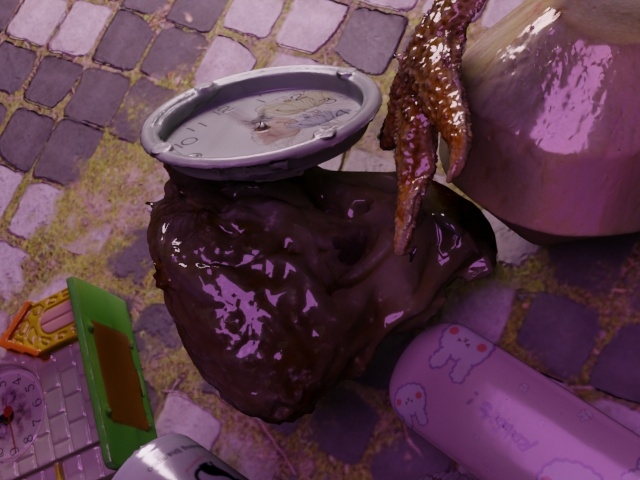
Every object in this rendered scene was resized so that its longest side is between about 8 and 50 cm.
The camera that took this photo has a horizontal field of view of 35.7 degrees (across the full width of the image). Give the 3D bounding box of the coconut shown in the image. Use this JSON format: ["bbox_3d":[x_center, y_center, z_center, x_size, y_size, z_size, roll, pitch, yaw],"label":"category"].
[{"bbox_3d":[0.231,-0.107,0.921,0.259,0.259,0.259,-8,68,20],"label":"coconut"}]

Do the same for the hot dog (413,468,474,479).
[{"bbox_3d":[0.118,0.307,0.899,0.108,0.059,0.191,-23,69,23],"label":"hot dog"}]

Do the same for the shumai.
[{"bbox_3d":[0.003,-0.002,0.955,0.283,0.217,0.346,-24,41,19],"label":"shumai"}]

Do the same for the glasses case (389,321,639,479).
[{"bbox_3d":[0.193,0.182,0.903,0.297,0.075,0.113,32,87,30],"label":"glasses case"}]

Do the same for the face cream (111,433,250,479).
[{"bbox_3d":[-0.032,0.327,0.906,0.369,0.145,0.145,26,83,28],"label":"face cream"}]

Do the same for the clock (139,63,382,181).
[{"bbox_3d":[-0.055,-0.107,0.959,0.236,0.053,0.236,-9,28,5],"label":"clock"}]

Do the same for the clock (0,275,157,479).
[{"bbox_3d":[-0.325,0.199,1.099,0.255,0.106,0.220,-26,63,13],"label":"clock"}]

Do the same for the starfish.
[{"bbox_3d":[0.088,-0.126,0.852,0.060,0.299,0.302,20,48,-11],"label":"starfish"}]
